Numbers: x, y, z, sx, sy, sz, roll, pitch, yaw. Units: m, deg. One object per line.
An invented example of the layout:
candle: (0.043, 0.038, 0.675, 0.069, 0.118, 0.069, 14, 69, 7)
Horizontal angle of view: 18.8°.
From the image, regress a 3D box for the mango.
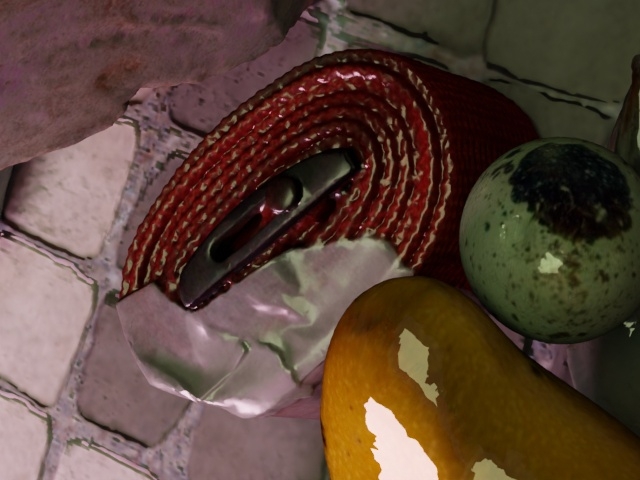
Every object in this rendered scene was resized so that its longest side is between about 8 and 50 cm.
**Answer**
mango: (0.100, 0.146, 0.804, 0.295, 0.120, 0.177, 63, 150, 5)

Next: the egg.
egg: (0.099, 0.001, 0.801, 0.085, 0.110, 0.085, 2, 103, 9)

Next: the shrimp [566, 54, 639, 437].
shrimp: (0.211, -0.003, 0.806, 0.247, 0.085, 0.360, -1, 89, 36)

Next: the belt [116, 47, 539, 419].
belt: (0.000, 0.000, 0.894, 0.201, 0.124, 0.128, -44, 65, 20)

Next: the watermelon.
watermelon: (-0.112, -0.234, 0.898, 0.222, 0.292, 0.319, 41, 137, 37)

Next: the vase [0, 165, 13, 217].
vase: (-0.163, -0.098, 1.023, 0.086, 0.086, 0.214, 32, 107, 28)
